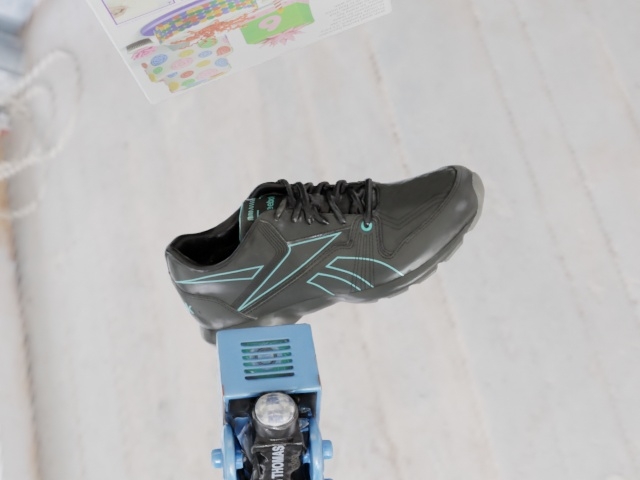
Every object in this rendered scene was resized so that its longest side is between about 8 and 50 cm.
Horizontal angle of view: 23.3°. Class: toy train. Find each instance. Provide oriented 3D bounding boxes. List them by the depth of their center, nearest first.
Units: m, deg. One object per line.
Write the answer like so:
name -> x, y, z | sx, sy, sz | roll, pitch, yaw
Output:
toy train -> -0.033, 0.139, 1.024 | 0.184, 0.080, 0.105 | 93, 172, -52

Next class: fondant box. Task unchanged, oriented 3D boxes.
fondant box -> -0.076, -0.246, 1.262 | 0.238, 0.330, 0.096 | -21, 73, 0

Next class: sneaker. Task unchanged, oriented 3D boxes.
sneaker -> 0.000, 0.000, 1.221 | 0.267, 0.106, 0.101 | -26, 29, 16
